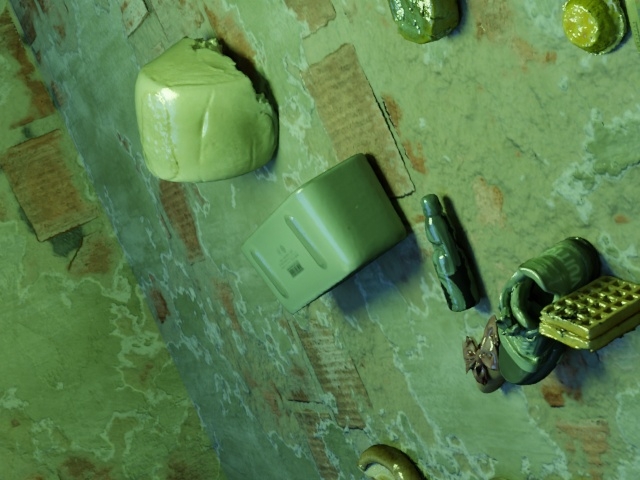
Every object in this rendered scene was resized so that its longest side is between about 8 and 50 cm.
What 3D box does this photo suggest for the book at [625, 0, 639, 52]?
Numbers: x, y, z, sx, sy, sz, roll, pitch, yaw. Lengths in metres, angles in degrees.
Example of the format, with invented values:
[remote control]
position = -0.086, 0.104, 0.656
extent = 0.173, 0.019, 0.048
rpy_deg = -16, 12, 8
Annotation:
[book]
position = 0.428, -0.308, 1.212
extent = 0.192, 0.013, 0.168
rpy_deg = 6, 118, 58

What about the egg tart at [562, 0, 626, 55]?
[egg tart]
position = 0.347, -0.283, 1.345
extent = 0.105, 0.039, 0.105
rpy_deg = 41, 147, 35

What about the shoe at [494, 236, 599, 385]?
[shoe]
position = 0.310, 0.125, 1.592
extent = 0.109, 0.149, 0.293
rpy_deg = 47, 135, 33

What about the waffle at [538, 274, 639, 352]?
[waffle]
position = 0.393, 0.102, 1.473
extent = 0.102, 0.148, 0.042
rpy_deg = 25, 131, 52

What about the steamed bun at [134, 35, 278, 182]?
[steamed bun]
position = -0.233, -0.262, 2.196
extent = 0.272, 0.273, 0.290
rpy_deg = 15, 131, 36

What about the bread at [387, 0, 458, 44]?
[bread]
position = 0.148, -0.378, 1.584
extent = 0.117, 0.064, 0.156
rpy_deg = 2, 116, 58

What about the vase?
[vase]
position = 0.219, 0.018, 1.801
extent = 0.060, 0.060, 0.211
rpy_deg = 3, 116, 60

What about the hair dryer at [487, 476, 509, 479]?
[hair dryer]
position = 0.361, 0.482, 1.857
extent = 0.344, 0.189, 0.106
rpy_deg = -37, 80, 47

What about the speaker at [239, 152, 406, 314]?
[speaker]
position = 0.000, 0.000, 2.050
extent = 0.184, 0.183, 0.406
rpy_deg = 56, 153, 3

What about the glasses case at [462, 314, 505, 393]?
[glasses case]
position = 0.293, 0.191, 1.808
extent = 0.102, 0.070, 0.193
rpy_deg = 55, 151, 20

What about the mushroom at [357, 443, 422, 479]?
[mushroom]
position = 0.166, 0.511, 2.302
extent = 0.210, 0.072, 0.094
rpy_deg = 21, 133, 48
